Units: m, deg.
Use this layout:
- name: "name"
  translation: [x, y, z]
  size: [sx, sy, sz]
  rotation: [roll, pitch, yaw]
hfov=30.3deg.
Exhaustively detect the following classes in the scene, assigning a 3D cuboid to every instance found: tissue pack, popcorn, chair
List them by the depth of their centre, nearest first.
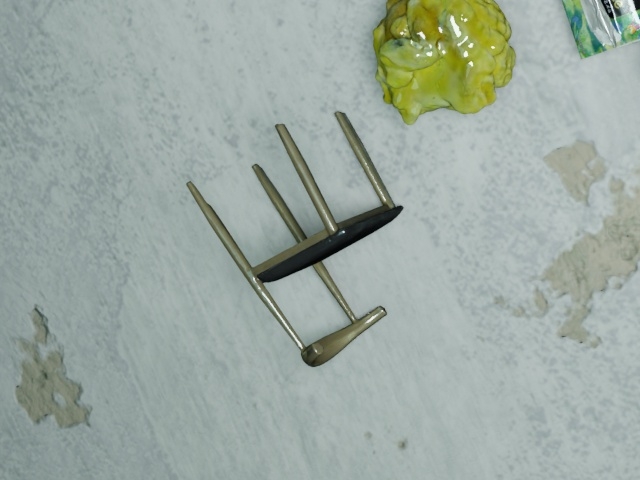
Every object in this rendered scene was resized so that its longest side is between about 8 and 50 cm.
- name: "tissue pack"
  translation: [0.304, -0.259, 1.272]
  size: [0.085, 0.079, 0.111]
  rotation: [-16, 97, 29]
- name: "popcorn"
  translation: [0.133, -0.213, 1.346]
  size: [0.173, 0.142, 0.173]
  rotation: [1, 119, 2]
- name: "chair"
  translation: [0.000, 0.000, 1.437]
  size: [0.166, 0.188, 0.272]
  rotation: [-29, 87, 30]
